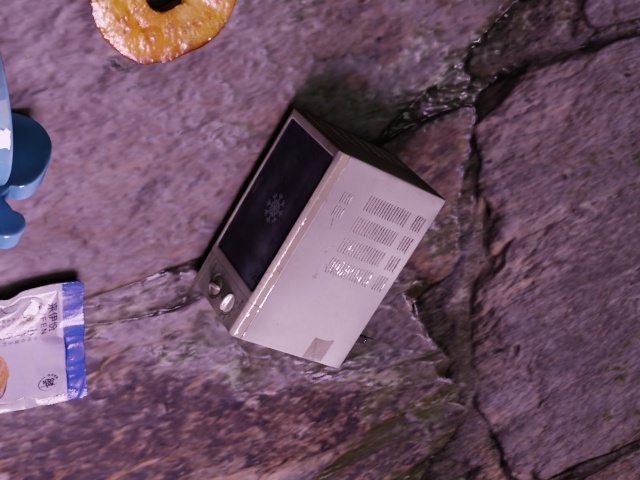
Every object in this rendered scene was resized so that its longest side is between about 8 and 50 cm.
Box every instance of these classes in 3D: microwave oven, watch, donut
[{"bbox_3d":[0.000,0.000,1.212,0.194,0.145,0.240,20,107,-38],"label":"microwave oven"},{"bbox_3d":[-0.335,-0.108,0.935,0.211,0.211,0.193,-7,139,-25],"label":"watch"},{"bbox_3d":[-0.159,-0.250,1.027,0.152,0.058,0.151,-14,124,-22],"label":"donut"}]

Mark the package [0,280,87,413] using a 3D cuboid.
[{"bbox_3d":[-0.349,0.126,1.173,0.173,0.027,0.171,-8,122,-21],"label":"package"}]
